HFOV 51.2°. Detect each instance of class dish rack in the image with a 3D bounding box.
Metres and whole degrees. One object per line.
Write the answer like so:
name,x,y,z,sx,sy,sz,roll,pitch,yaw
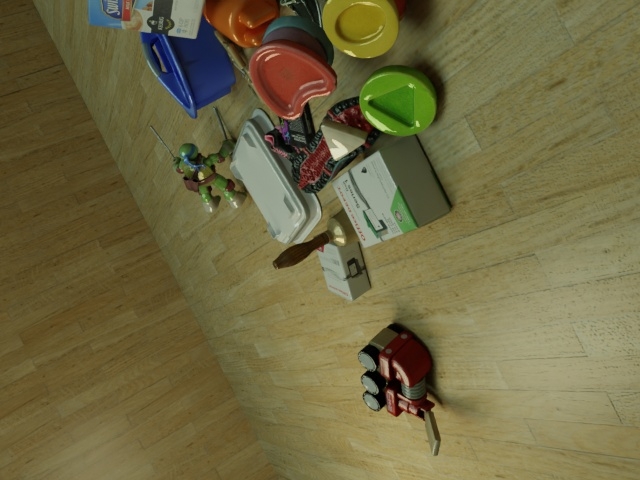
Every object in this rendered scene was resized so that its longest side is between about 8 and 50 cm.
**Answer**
dish rack,-0.136,-0.150,1.772,0.333,0.072,0.285,58,154,8

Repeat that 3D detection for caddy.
caddy,-0.353,-0.480,1.681,0.342,0.179,0.241,66,168,-5

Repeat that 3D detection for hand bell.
hand bell,0.000,0.000,1.446,0.126,0.242,0.126,45,151,34

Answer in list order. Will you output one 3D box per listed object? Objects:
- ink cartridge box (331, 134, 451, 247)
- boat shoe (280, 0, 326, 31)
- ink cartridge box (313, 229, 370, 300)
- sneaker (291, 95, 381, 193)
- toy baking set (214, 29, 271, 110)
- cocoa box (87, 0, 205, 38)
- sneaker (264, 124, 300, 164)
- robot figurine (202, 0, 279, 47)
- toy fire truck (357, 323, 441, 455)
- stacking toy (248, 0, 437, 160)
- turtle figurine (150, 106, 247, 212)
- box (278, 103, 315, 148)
ink cartridge box,0.129,-0.087,1.285,0.160,0.092,0.219,63,155,0
boat shoe,-0.050,-0.475,1.273,0.219,0.070,0.077,65,156,-5
ink cartridge box,0.052,0.057,1.616,0.109,0.063,0.151,21,133,55
sneaker,0.045,-0.206,1.318,0.104,0.125,0.262,49,129,-3
toy baking set,-0.168,-0.390,1.549,0.197,0.030,0.256,56,-179,31
cocoa box,-0.352,-0.632,1.361,0.231,0.227,0.347,133,136,-64
sneaker,-0.093,-0.223,1.628,0.119,0.057,0.047,54,152,15
robot figurine,-0.175,-0.493,1.431,0.219,0.158,0.128,44,108,35
toy fire truck,0.207,0.346,1.528,0.246,0.158,0.217,25,136,37
stacking toy,0.055,-0.303,1.151,0.308,0.130,0.279,-17,129,39
turtle figurine,-0.329,-0.228,1.970,0.275,0.197,0.266,53,171,45
box,-0.062,-0.291,1.533,0.116,0.029,0.162,28,137,53
